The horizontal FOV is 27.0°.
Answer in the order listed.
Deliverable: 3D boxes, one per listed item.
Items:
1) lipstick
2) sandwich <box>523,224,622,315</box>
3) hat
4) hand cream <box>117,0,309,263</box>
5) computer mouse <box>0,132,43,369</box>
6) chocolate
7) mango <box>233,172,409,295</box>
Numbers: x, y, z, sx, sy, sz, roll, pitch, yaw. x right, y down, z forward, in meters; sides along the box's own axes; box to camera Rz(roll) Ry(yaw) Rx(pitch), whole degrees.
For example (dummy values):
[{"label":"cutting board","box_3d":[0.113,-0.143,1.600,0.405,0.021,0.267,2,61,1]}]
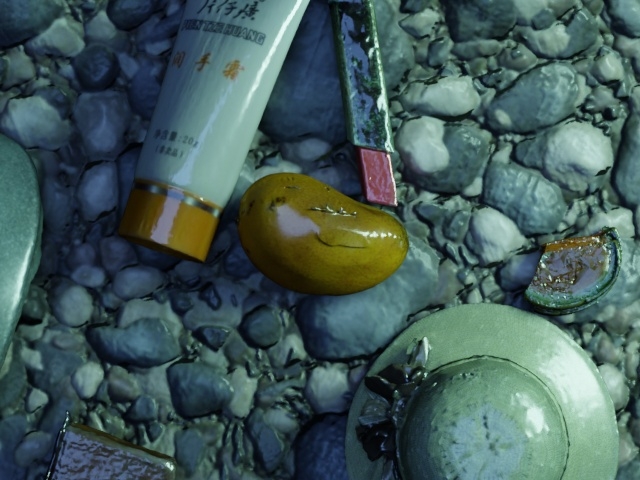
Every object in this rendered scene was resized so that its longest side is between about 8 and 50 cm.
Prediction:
[{"label":"lipstick","box_3d":[0.033,-0.183,1.251,0.051,0.051,0.312,-7,86,1]},{"label":"sandwich","box_3d":[0.233,0.031,1.230,0.101,0.026,0.069,-17,85,2]},{"label":"hat","box_3d":[0.145,0.179,1.169,0.257,0.130,0.257,0,84,3]},{"label":"hand cream","box_3d":[-0.092,-0.136,1.236,0.139,0.089,0.314,11,78,26]},{"label":"computer mouse","box_3d":[-0.370,0.066,1.217,0.203,0.114,0.374,11,84,5]},{"label":"chocolate","box_3d":[-0.214,0.319,1.191,0.111,0.112,0.321,14,85,-4]},{"label":"mango","box_3d":[-0.001,0.000,1.218,0.159,0.084,0.105,19,92,5]}]
